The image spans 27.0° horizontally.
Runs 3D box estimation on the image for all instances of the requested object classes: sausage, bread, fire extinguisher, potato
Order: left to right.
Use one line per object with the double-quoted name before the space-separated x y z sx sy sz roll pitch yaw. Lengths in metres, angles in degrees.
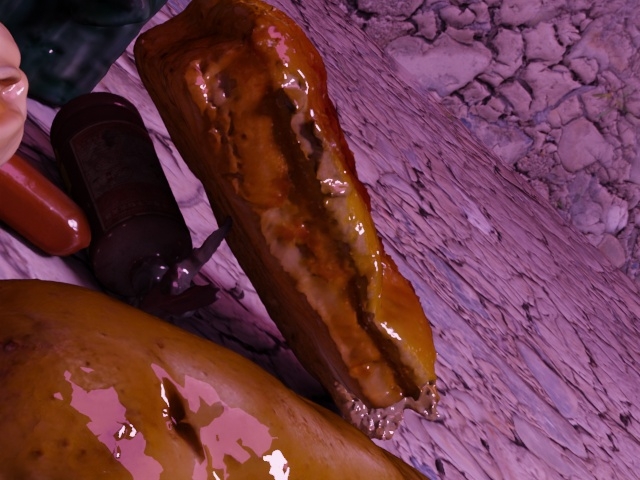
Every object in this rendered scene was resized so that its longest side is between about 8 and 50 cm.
"sausage" -0.209 -0.036 0.896 0.131 0.041 0.039 40 11 -19
"fire extinguisher" -0.131 -0.023 0.949 0.075 0.106 0.252 3 36 -26
"potato" -0.069 0.115 0.603 0.369 0.195 0.176 25 35 -46
"bread" 0.000 0.000 0.969 0.185 0.109 0.380 36 -23 59

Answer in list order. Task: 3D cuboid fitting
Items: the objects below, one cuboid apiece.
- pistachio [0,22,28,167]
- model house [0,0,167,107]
"pistachio" -0.254 -0.078 0.772 0.145 0.117 0.200 8 20 25
"model house" -0.163 -0.345 1.051 0.400 0.445 0.395 46 14 1
